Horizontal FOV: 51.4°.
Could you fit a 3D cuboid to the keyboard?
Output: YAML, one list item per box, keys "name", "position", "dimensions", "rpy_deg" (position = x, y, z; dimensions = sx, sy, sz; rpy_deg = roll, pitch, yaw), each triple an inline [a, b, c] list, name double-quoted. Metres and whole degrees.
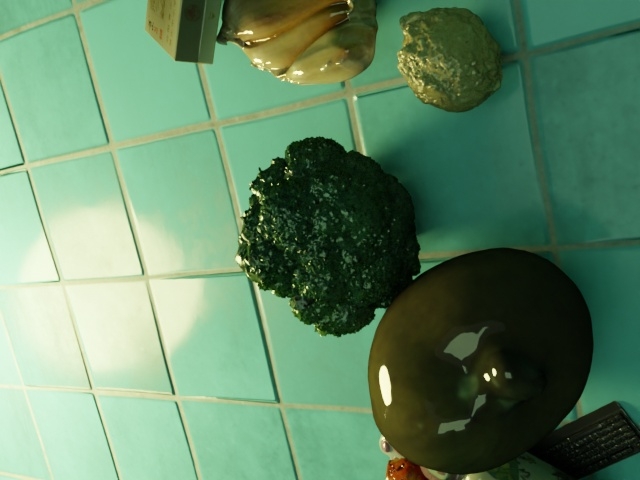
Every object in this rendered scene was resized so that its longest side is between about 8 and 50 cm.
- name: "keyboard"
  position: [0.346, 0.293, 0.915]
  dimensions: [0.196, 0.015, 0.074]
  rpy_deg: [-41, 82, 33]

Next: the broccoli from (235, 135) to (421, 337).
- name: "broccoli"
  position: [0.000, 0.000, 0.918]
  dimensions: [0.269, 0.270, 0.270]
  rpy_deg: [64, 154, -1]

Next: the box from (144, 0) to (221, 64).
- name: "box"
  position: [-0.199, -0.345, 0.954]
  dimensions: [0.201, 0.058, 0.140]
  rpy_deg: [46, 130, 53]

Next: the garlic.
- name: "garlic"
  position: [-0.025, -0.316, 0.894]
  dimensions: [0.228, 0.110, 0.217]
  rpy_deg: [1, 95, 30]

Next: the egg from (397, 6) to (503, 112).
- name: "egg"
  position: [0.156, -0.220, 0.805]
  dimensions: [0.140, 0.118, 0.116]
  rpy_deg: [56, 131, 19]

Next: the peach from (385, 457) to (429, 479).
- name: "peach"
  position: [0.166, 0.404, 0.992]
  dimensions: [0.093, 0.127, 0.172]
  rpy_deg: [-16, 95, 29]

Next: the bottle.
- name: "bottle"
  position: [0.255, 0.341, 0.907]
  dimensions: [0.253, 0.120, 0.120]
  rpy_deg: [24, 116, 26]

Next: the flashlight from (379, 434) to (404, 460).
- name: "flashlight"
  position: [0.133, 0.263, 1.014]
  dimensions: [0.093, 0.047, 0.200]
  rpy_deg: [7, 110, 28]

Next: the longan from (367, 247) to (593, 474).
- name: "longan"
  position: [0.192, 0.146, 0.810]
  dimensions: [0.243, 0.300, 0.300]
  rpy_deg: [30, 121, -6]
